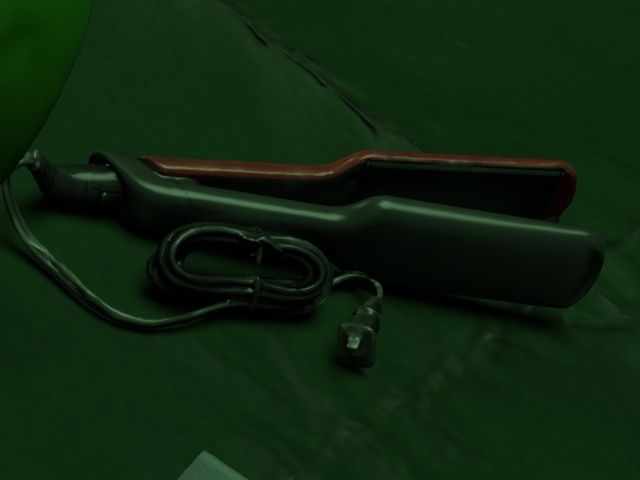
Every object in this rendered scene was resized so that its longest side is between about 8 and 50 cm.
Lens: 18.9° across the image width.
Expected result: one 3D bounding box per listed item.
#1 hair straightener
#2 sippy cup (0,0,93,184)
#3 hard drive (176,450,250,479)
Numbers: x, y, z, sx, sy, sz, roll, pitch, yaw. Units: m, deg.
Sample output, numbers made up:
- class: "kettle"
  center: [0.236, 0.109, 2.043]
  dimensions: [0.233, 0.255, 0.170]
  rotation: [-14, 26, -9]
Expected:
- class: "hair straightener"
  center: [0.000, 0.000, 0.683]
  dimensions: [0.230, 0.047, 0.089]
  rotation: [8, 40, -24]
- class: "sippy cup"
  center: [-0.201, -0.156, 0.603]
  dimensions: [0.305, 0.224, 0.240]
  rotation: [21, 36, -6]
- class: "hard drive"
  center: [-0.003, 0.126, 0.548]
  dimensions: [0.135, 0.022, 0.094]
  rotation: [33, 37, 9]
